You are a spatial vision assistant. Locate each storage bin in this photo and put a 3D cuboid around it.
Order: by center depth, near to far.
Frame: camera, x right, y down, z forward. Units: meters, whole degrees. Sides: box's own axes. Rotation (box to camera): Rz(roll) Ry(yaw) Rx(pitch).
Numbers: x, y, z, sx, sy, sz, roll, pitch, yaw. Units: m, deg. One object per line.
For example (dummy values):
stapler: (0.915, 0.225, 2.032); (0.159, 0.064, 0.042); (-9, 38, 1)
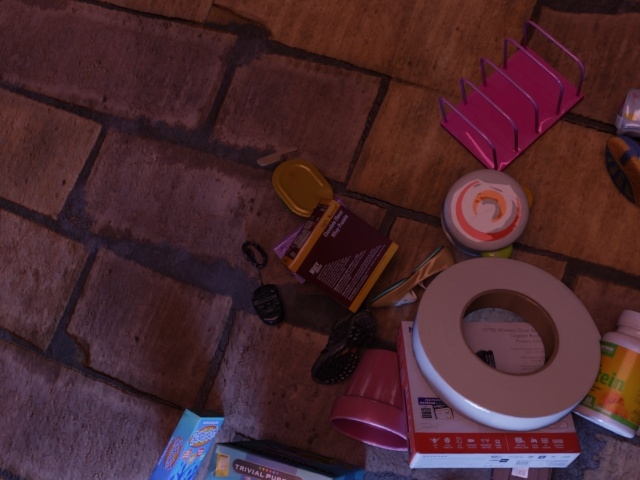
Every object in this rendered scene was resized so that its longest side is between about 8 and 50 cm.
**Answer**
storage bin: (0.434, 0.488, 1.559); (0.122, 0.084, 0.180); (9, 78, 16)

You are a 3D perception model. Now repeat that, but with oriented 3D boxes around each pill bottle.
pill bottle: (0.644, 0.278, 1.530); (0.136, 0.136, 0.246); (24, 83, 19)

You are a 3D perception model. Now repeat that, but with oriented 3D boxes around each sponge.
sponge: (0.000, 0.000, 1.793); (0.210, 0.031, 0.117); (-37, 105, 3)

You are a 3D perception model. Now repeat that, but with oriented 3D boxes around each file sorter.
file sorter: (0.453, -0.344, 1.714); (0.290, 0.182, 0.202); (-42, 70, 1)

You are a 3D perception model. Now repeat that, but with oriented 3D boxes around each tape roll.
tape roll: (0.389, 0.207, 1.514); (0.392, 0.072, 0.392); (3, 52, -3)

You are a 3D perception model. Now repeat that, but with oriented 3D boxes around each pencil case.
pencil case: (0.817, -0.265, 1.635); (0.273, 0.113, 0.124); (17, 61, 19)

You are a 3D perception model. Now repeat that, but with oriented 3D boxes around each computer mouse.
computer mouse: (-0.150, 0.108, 1.837); (0.071, 0.041, 0.242); (-18, 65, 0)

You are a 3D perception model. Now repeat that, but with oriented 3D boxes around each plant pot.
plant pot: (0.136, 0.353, 1.624); (0.201, 0.201, 0.180); (10, 63, 17)

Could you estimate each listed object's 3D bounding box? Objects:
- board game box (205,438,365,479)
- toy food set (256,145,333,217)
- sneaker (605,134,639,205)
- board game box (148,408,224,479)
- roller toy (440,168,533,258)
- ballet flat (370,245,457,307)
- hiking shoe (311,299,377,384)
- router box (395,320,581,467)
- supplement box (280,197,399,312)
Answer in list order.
board game box: (-0.061, 0.501, 1.550); (0.253, 0.336, 0.079); (11, 79, 17)
toy food set: (-0.059, -0.135, 1.861); (0.128, 0.071, 0.218); (-30, 71, -20)
sneaker: (0.776, -0.131, 1.632); (0.131, 0.112, 0.296); (-30, 72, -12)
board game box: (-0.321, 0.504, 1.711); (0.047, 0.160, 0.210); (25, 84, 18)
roller toy: (0.381, -0.064, 1.680); (0.191, 0.146, 0.209); (27, 85, 8)
ballet flat: (0.227, 0.105, 1.717); (0.232, 0.080, 0.073); (-38, 85, 4)
hiking shoe: (0.056, 0.248, 1.727); (0.086, 0.114, 0.227); (33, 110, -16)
router box: (0.339, 0.320, 1.519); (0.335, 0.082, 0.301); (1, 53, -6)
supplement box: (0.042, 0.032, 1.708); (0.194, 0.129, 0.191); (34, 87, -13)
